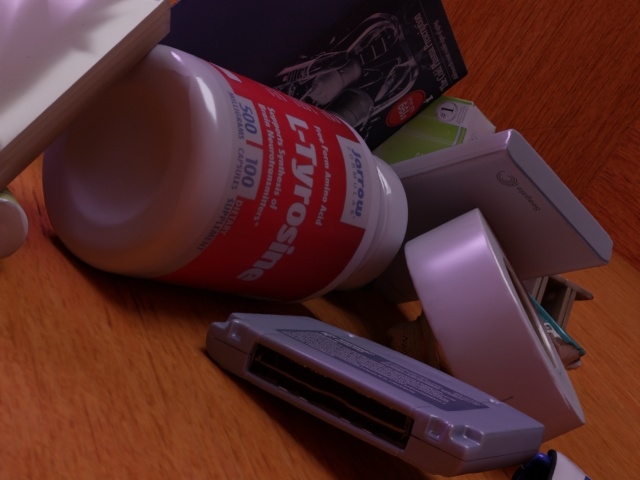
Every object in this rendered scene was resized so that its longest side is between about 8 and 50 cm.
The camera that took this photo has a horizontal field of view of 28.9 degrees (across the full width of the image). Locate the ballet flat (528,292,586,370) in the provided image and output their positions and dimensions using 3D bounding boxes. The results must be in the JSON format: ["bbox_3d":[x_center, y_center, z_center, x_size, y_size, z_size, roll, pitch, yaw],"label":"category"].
[{"bbox_3d":[0.258,0.101,1.823,0.147,0.147,0.409,28,16,-23],"label":"ballet flat"}]

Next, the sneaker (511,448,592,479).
[{"bbox_3d":[0.274,0.283,1.185,0.316,0.127,0.182,18,21,-44],"label":"sneaker"}]

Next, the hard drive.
[{"bbox_3d":[0.165,-0.018,1.614,0.353,0.047,0.233,-15,-46,42],"label":"hard drive"}]

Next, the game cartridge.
[{"bbox_3d":[0.056,0.144,1.191,0.294,0.060,0.196,23,12,32],"label":"game cartridge"}]

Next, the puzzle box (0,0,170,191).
[{"bbox_3d":[-0.380,-0.221,1.147,0.409,0.052,0.272,28,54,14],"label":"puzzle box"}]

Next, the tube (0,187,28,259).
[{"bbox_3d":[-0.334,-0.059,1.150,0.240,0.062,0.070,42,-24,52],"label":"tube"}]

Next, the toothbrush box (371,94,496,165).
[{"bbox_3d":[0.083,-0.117,1.815,0.283,0.206,0.122,17,-6,28],"label":"toothbrush box"}]

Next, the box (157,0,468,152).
[{"bbox_3d":[-0.004,-0.243,1.612,0.179,0.312,0.343,53,2,23],"label":"box"}]

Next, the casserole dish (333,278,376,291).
[{"bbox_3d":[0.000,0.000,1.612,0.188,0.037,0.114,55,-21,-12],"label":"casserole dish"}]

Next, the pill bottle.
[{"bbox_3d":[-0.080,-0.053,1.345,0.229,0.229,0.408,41,15,32],"label":"pill bottle"}]

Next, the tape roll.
[{"bbox_3d":[0.205,0.108,1.461,0.286,0.100,0.286,60,11,-20],"label":"tape roll"}]

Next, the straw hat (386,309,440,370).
[{"bbox_3d":[0.111,0.126,1.509,0.061,0.144,0.144,-9,12,5],"label":"straw hat"}]

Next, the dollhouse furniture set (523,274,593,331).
[{"bbox_3d":[0.317,0.121,1.992,0.129,0.129,0.184,27,-16,-27],"label":"dollhouse furniture set"}]
